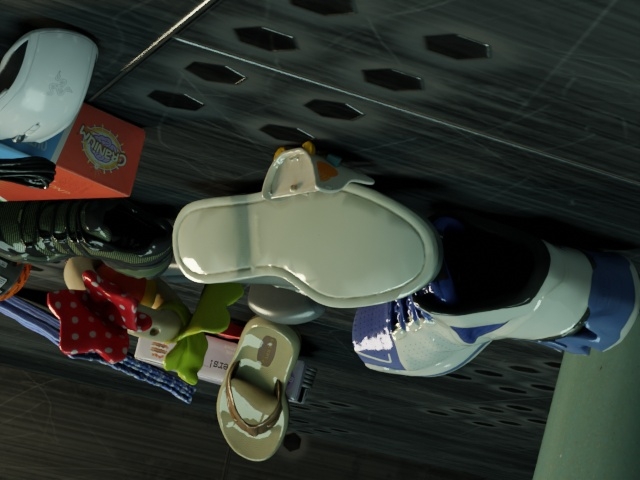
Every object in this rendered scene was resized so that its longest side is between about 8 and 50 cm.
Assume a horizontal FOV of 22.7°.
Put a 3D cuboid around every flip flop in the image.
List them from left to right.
[{"bbox_3d":[-0.091,0.221,2.291,0.112,0.080,0.277,18,131,1],"label":"flip flop"}]

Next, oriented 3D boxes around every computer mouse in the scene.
[{"bbox_3d":[-0.228,-0.092,1.218,0.106,0.042,0.193,8,146,-28],"label":"computer mouse"}]

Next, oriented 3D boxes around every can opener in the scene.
[{"bbox_3d":[-0.103,0.035,1.769,0.074,0.093,0.280,20,169,-41],"label":"can opener"}]

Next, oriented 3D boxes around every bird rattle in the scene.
[{"bbox_3d":[-0.235,0.082,1.938,0.253,0.143,0.207,7,-156,-40],"label":"bird rattle"}]

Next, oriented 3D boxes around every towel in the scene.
[{"bbox_3d":[-0.370,0.167,2.531,0.243,0.040,0.336,25,174,33],"label":"towel"}]

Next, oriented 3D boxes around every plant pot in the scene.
[{"bbox_3d":[0.383,0.268,1.802,0.341,0.334,0.341,10,168,2],"label":"plant pot"}]

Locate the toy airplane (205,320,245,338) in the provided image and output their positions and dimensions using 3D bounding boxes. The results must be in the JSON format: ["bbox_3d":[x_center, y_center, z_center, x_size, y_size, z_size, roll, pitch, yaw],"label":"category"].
[{"bbox_3d":[-0.114,0.139,2.373,0.151,0.028,0.151,14,173,2],"label":"toy airplane"}]

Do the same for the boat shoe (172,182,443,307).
[{"bbox_3d":[0.000,0.000,1.501,0.319,0.116,0.099,1,-178,42],"label":"boat shoe"}]

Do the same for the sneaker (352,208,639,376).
[{"bbox_3d":[0.129,0.039,1.529,0.182,0.127,0.315,26,155,-38],"label":"sneaker"}]

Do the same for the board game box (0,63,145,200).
[{"bbox_3d":[-0.350,-0.100,1.409,0.316,0.064,0.242,-1,163,43],"label":"board game box"}]

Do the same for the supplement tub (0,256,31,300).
[{"bbox_3d":[-0.413,0.005,1.822,0.117,0.117,0.190,7,168,19],"label":"supplement tub"}]

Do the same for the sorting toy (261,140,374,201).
[{"bbox_3d":[0.004,-0.055,1.370,0.075,0.045,0.083,11,170,-35],"label":"sorting toy"}]

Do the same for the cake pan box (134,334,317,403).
[{"bbox_3d":[-0.140,0.193,2.473,0.266,0.070,0.246,14,175,6],"label":"cake pan box"}]

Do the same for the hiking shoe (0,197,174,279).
[{"bbox_3d":[-0.258,-0.024,1.684,0.226,0.086,0.114,8,155,-15],"label":"hiking shoe"}]

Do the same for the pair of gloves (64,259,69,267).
[{"bbox_3d":[-0.304,0.044,2.151,0.083,0.010,0.074,11,168,3],"label":"pair of gloves"}]
